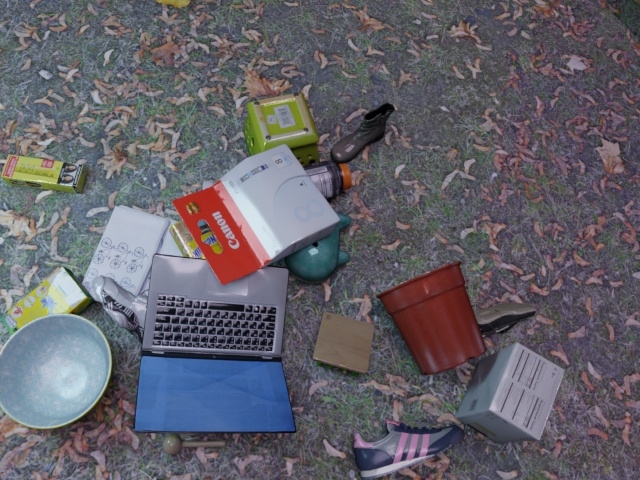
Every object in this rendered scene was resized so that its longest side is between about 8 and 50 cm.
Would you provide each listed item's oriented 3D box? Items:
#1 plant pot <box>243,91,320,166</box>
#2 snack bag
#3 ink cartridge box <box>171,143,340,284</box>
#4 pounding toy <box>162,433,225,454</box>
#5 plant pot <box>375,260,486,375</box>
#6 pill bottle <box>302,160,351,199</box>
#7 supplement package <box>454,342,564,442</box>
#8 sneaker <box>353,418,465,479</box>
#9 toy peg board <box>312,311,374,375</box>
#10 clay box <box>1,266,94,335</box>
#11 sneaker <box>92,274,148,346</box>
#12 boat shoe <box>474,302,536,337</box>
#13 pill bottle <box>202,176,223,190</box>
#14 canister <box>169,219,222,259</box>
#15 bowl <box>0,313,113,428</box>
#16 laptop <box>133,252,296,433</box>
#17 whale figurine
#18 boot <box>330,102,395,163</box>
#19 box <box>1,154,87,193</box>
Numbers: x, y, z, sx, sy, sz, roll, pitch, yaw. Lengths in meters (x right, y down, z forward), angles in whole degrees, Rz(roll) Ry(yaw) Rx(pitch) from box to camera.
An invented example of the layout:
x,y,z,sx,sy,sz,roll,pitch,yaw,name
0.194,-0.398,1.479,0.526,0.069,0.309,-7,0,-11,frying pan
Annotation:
x,y,z,sx,sy,sz,roll,pitch,yaw,name
-0.126,-0.349,1.742,0.226,0.207,0.229,-14,69,-12,plant pot
-0.519,0.070,1.610,0.342,0.037,0.324,16,66,0,snack bag
-0.183,-0.087,1.513,0.384,0.091,0.308,-25,71,-27,ink cartridge box
-0.355,0.450,1.447,0.182,0.110,0.237,-3,98,-20,pounding toy
0.337,0.233,1.536,0.272,0.272,0.265,-20,79,-14,plant pot
-0.024,-0.187,1.727,0.245,0.130,0.131,-14,70,-13,pill bottle
0.516,0.430,1.459,0.145,0.262,0.204,29,67,7,supplement package
0.244,0.548,1.459,0.318,0.112,0.131,-15,73,-14,sneaker
0.064,0.316,1.566,0.161,0.079,0.161,16,51,-1,toy peg board
-0.778,0.196,1.503,0.222,0.053,0.127,-42,77,-8,clay box
-0.451,0.196,1.483,0.210,0.137,0.366,-44,96,-19,sneaker
0.575,0.249,1.658,0.232,0.084,0.079,-12,107,-19,boat shoe
-0.279,-0.149,1.690,0.186,0.112,0.112,1,67,-6,pill bottle
-0.369,0.012,1.604,0.126,0.073,0.170,-28,76,-21,canister
-0.687,0.355,1.403,0.289,0.156,0.290,3,67,-6,bowl
-0.253,0.252,1.346,0.381,0.236,0.409,7,84,-19,laptop
0.000,0.000,1.644,0.216,0.141,0.272,31,67,7,whale figurine
0.140,-0.378,1.810,0.246,0.161,0.083,-35,75,-19,boot
-0.873,-0.210,1.672,0.232,0.058,0.088,8,67,-3,box
